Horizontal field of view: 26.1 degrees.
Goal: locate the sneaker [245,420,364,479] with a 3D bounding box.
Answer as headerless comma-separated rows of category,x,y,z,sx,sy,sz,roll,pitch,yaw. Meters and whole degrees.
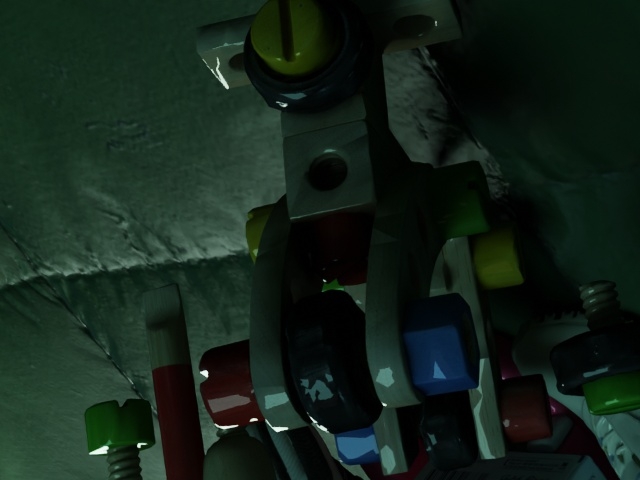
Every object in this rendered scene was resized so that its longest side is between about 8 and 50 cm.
sneaker,0.041,0.246,0.893,0.162,0.106,0.281,40,-157,-57

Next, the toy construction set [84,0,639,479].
toy construction set,0.000,0.000,0.701,0.309,0.257,0.237,-25,68,38

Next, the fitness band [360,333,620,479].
fitness band,0.133,0.174,0.888,0.291,0.054,0.209,51,146,-15

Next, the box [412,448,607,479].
box,0.127,0.192,0.799,0.126,0.072,0.137,-8,124,54

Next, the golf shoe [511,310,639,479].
golf shoe,0.170,0.098,0.730,0.176,0.086,0.069,21,145,29
